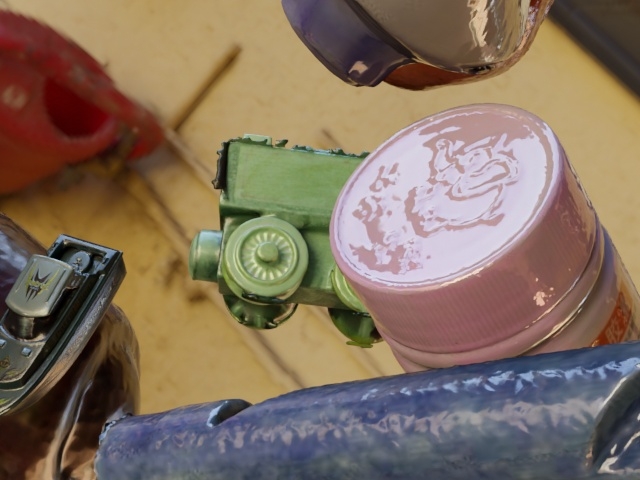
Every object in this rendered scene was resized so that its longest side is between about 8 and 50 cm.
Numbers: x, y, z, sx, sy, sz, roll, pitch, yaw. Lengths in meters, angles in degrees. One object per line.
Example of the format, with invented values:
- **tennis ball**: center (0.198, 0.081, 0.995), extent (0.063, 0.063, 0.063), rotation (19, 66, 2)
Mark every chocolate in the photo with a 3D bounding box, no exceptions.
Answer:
- **chocolate**: center (-0.367, 0.160, 1.501), extent (0.331, 0.383, 0.384), rotation (29, 5, 20)

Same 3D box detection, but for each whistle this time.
- **whistle**: center (0.030, 0.088, 0.601), extent (0.062, 0.304, 0.062), rotation (23, 61, -50)

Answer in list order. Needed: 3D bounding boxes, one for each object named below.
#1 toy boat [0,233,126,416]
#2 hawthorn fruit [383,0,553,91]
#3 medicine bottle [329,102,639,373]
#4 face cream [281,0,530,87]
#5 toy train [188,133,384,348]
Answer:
- **toy boat**: center (-0.183, 0.059, 0.908), extent (0.055, 0.141, 0.060), rotation (16, -28, 27)
- **hawthorn fruit**: center (0.125, -0.242, 1.200), extent (0.207, 0.207, 0.243), rotation (46, 38, 14)
- **medicine bottle**: center (0.160, 0.064, 1.155), extent (0.316, 0.202, 0.202), rotation (54, 1, -38)
- **face cream**: center (0.133, -0.233, 0.613), extent (0.137, 0.420, 0.235), rotation (43, 24, -1)
- **toy train**: center (0.000, 0.000, 1.473), extent (0.272, 0.188, 0.159), rotation (6, -18, -1)
